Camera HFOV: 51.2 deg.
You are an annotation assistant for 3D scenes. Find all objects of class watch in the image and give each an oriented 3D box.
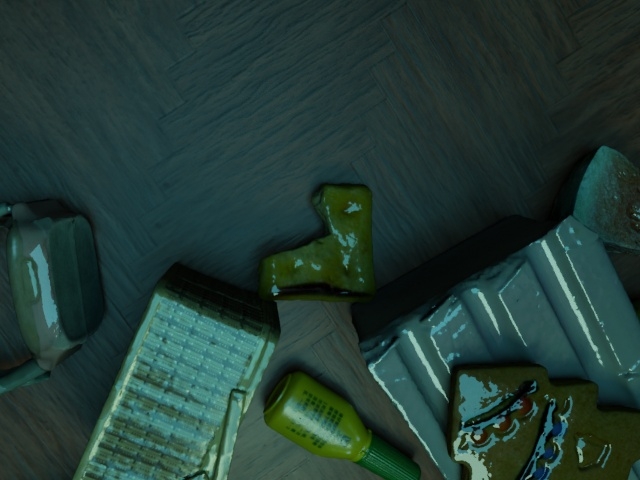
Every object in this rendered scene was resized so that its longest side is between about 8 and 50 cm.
[{"bbox_3d":[-0.431,0.079,0.882,0.241,0.162,0.253,-6,95,5],"label":"watch"}]

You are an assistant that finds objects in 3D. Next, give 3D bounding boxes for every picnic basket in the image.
[{"bbox_3d":[-0.180,0.210,0.884,0.175,0.228,0.312,24,92,-8],"label":"picnic basket"}]

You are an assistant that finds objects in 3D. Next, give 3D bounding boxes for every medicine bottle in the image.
[{"bbox_3d":[0.039,0.297,1.007,0.261,0.064,0.095,35,85,-10],"label":"medicine bottle"}]

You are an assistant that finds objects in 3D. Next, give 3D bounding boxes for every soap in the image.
[{"bbox_3d":[0.288,0.213,0.961,0.350,0.213,0.435,-33,100,-5],"label":"soap"}]

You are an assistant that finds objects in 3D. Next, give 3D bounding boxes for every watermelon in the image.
[{"bbox_3d":[0.478,-0.034,1.034,0.241,0.094,0.154,24,83,-12],"label":"watermelon"}]

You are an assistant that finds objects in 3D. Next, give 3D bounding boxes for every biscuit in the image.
[{"bbox_3d":[0.265,0.269,0.837,0.301,0.043,0.278,42,89,-12],"label":"biscuit"},{"bbox_3d":[0.000,0.000,0.951,0.174,0.039,0.183,6,79,-17],"label":"biscuit"}]

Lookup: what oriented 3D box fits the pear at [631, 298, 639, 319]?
[{"bbox_3d":[0.512,0.142,1.038,0.131,0.107,0.107,-30,100,-20],"label":"pear"}]
